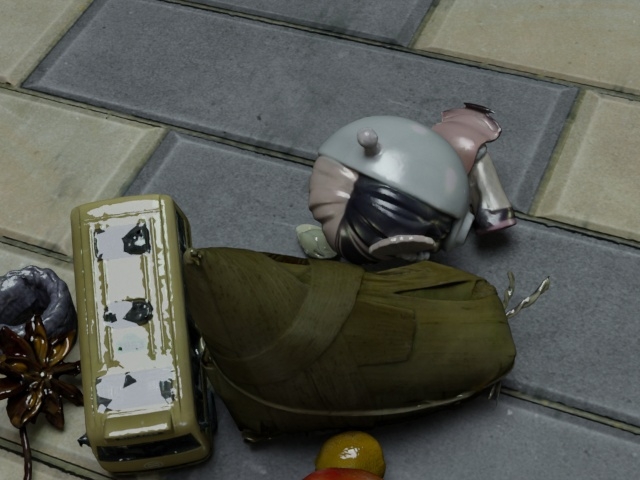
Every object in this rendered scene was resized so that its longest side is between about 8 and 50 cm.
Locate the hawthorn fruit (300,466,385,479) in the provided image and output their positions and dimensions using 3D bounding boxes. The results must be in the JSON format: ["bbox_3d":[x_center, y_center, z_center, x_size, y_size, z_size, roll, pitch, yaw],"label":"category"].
[{"bbox_3d":[0.025,0.362,1.442,0.172,0.173,0.173,-3,48,3],"label":"hawthorn fruit"}]

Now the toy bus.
[{"bbox_3d":[-0.251,0.130,1.614,0.176,0.202,0.366,-9,72,-1],"label":"toy bus"}]

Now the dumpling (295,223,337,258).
[{"bbox_3d":[0.000,0.001,1.854,0.077,0.043,0.059,20,35,41],"label":"dumpling"}]

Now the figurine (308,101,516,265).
[{"bbox_3d":[0.125,-0.089,1.744,0.253,0.211,0.361,8,17,34],"label":"figurine"}]

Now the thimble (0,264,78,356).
[{"bbox_3d":[-0.443,0.117,1.760,0.150,0.098,0.150,-2,49,3],"label":"thimble"}]

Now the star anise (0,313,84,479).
[{"bbox_3d":[-0.415,0.215,1.635,0.073,0.177,0.234,-15,36,38],"label":"star anise"}]

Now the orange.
[{"bbox_3d":[0.039,0.298,1.559,0.095,0.085,0.085,-8,48,4],"label":"orange"}]

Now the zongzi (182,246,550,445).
[{"bbox_3d":[0.089,0.098,1.486,0.499,0.467,0.218,-8,69,-3],"label":"zongzi"}]
